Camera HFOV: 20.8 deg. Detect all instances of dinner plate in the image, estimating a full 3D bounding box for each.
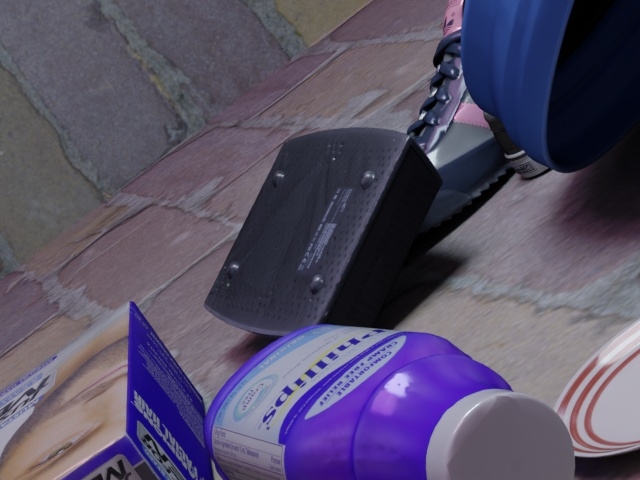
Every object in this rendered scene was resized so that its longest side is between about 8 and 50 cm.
[{"bbox_3d":[0.174,0.063,0.843,0.141,0.017,0.141,-35,12,9],"label":"dinner plate"}]

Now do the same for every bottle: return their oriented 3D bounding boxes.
[{"bbox_3d":[0.032,0.102,0.900,0.118,0.092,0.283,-39,13,-17],"label":"bottle"}]

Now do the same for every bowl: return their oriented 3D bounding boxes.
[{"bbox_3d":[0.218,-0.232,1.137,0.391,0.077,0.391,-48,-23,-28],"label":"bowl"}]

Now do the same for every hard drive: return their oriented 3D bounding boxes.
[{"bbox_3d":[0.000,0.000,1.310,0.172,0.054,0.255,-64,20,-8],"label":"hard drive"}]

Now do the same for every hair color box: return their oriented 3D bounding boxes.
[{"bbox_3d":[-0.176,0.167,1.185,0.185,0.110,0.339,-35,14,1],"label":"hair color box"}]

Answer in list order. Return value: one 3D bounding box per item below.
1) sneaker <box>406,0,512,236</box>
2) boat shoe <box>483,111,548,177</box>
[{"bbox_3d":[0.118,-0.125,1.402,0.319,0.131,0.112,-46,15,-27],"label":"sneaker"},{"bbox_3d":[0.214,-0.140,1.349,0.219,0.070,0.078,-42,14,-26],"label":"boat shoe"}]
